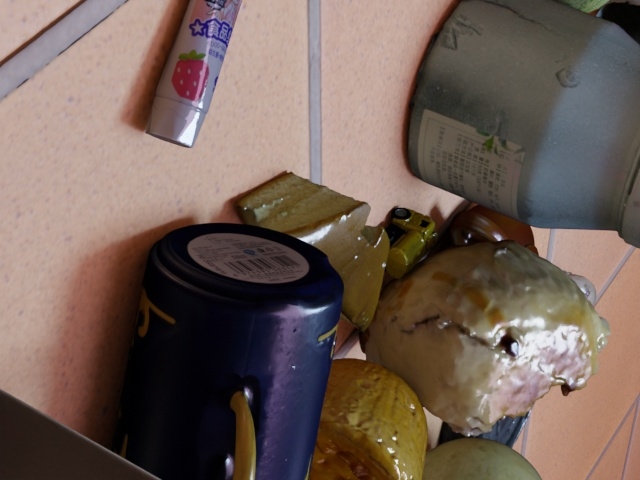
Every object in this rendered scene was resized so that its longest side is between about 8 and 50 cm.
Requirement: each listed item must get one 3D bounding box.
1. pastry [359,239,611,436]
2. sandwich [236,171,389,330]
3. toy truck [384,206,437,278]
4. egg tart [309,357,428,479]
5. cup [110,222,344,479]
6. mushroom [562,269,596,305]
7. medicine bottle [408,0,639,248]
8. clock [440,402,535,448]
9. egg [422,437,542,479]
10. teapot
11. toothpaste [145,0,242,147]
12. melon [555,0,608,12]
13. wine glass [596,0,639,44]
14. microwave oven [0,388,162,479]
[{"bbox_3d":[0.178,0.079,1.693,0.256,0.237,0.170,-19,123,-29],"label":"pastry"},{"bbox_3d":[0.000,0.000,1.434,0.088,0.090,0.244,-58,153,-10],"label":"sandwich"},{"bbox_3d":[0.091,0.002,1.674,0.083,0.054,0.049,-42,147,-45],"label":"toy truck"},{"bbox_3d":[0.023,0.225,1.586,0.147,0.202,0.203,-57,158,-53],"label":"egg tart"},{"bbox_3d":[-0.059,0.144,1.241,0.178,0.255,0.256,-5,117,-36],"label":"cup"},{"bbox_3d":[0.391,0.078,2.383,0.085,0.085,0.079,81,5,-51],"label":"mushroom"},{"bbox_3d":[0.274,-0.128,1.648,0.245,0.290,0.245,-48,151,-38],"label":"medicine bottle"},{"bbox_3d":[0.264,0.230,2.256,0.280,0.055,0.281,-48,150,-38],"label":"clock"},{"bbox_3d":[0.201,0.398,2.080,0.218,0.218,0.295,-50,166,-34],"label":"egg"},{"bbox_3d":[0.216,0.035,1.876,0.178,0.135,0.252,-63,158,-19],"label":"teapot"},{"bbox_3d":[-0.085,-0.168,1.162,0.067,0.043,0.194,23,85,-65],"label":"toothpaste"},{"bbox_3d":[0.299,-0.348,1.691,0.139,0.139,0.192,-30,142,-54],"label":"melon"},{"bbox_3d":[0.457,-0.329,2.080,0.204,0.111,0.111,-44,148,-44],"label":"wine glass"},{"bbox_3d":[-0.148,0.339,1.090,0.236,0.374,0.432,-57,160,-23],"label":"microwave oven"}]
